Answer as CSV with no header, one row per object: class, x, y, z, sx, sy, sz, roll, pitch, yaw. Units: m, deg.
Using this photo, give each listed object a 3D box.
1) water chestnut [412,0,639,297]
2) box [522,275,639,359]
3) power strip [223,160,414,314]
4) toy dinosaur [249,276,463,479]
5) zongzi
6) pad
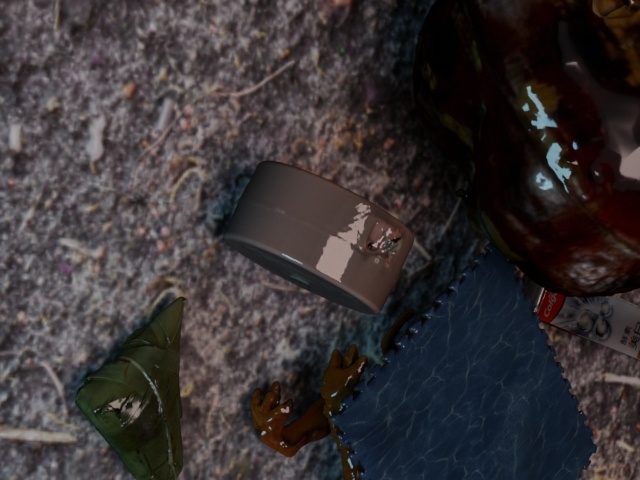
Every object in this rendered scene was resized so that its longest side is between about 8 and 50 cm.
water chestnut,0.260,-0.130,1.161,0.335,0.347,0.335,24,55,-39
box,0.293,0.081,1.394,0.218,0.039,0.055,21,90,-31
power strip,0.000,0.000,1.142,0.154,0.154,0.078,32,81,-30
toy dinosaur,0.035,0.192,1.236,0.208,0.097,0.432,31,83,-36
zongzi,-0.123,0.143,1.160,0.130,0.062,0.154,-49,125,-27
pad,0.141,0.177,1.230,0.270,0.012,0.269,-46,119,-33
